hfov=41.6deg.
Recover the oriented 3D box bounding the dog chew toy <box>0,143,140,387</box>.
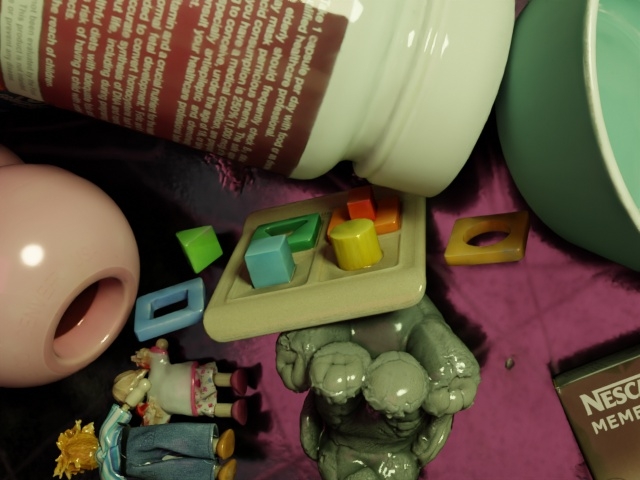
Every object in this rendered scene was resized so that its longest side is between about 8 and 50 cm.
[{"bbox_3d":[-0.333,-0.007,0.793,0.332,0.207,0.206,30,95,21],"label":"dog chew toy"}]

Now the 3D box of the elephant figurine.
[{"bbox_3d":[0.042,0.164,0.724,0.169,0.186,0.239,33,138,41],"label":"elephant figurine"}]

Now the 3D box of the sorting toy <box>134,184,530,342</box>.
[{"bbox_3d":[0.000,0.000,0.719,0.348,0.196,0.047,-12,117,12],"label":"sorting toy"}]

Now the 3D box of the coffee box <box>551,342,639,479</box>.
[{"bbox_3d":[0.329,0.132,0.676,0.247,0.098,0.141,-23,83,11],"label":"coffee box"}]

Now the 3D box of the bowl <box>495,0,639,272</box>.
[{"bbox_3d":[0.256,-0.104,0.635,0.312,0.163,0.311,2,86,-28],"label":"bowl"}]

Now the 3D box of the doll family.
[{"bbox_3d":[-0.160,0.226,0.776,0.163,0.118,0.262,-1,88,13],"label":"doll family"}]

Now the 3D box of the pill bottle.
[{"bbox_3d":[-0.068,-0.177,0.660,0.392,0.224,0.224,17,92,-9],"label":"pill bottle"}]

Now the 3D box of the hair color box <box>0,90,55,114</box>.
[{"bbox_3d":[-0.336,-0.217,0.841,0.347,0.105,0.173,-5,88,13],"label":"hair color box"}]
